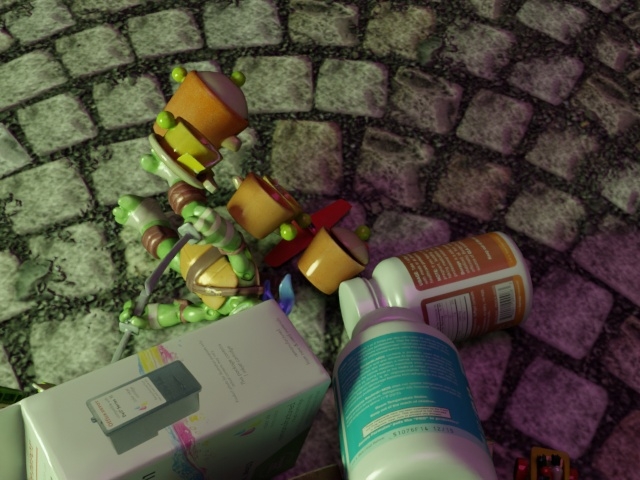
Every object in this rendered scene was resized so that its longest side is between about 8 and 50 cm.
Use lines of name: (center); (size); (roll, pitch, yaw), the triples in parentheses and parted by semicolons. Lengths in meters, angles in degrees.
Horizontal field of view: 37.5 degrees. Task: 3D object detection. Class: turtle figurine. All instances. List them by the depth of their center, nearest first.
turtle figurine: (-0.188, 0.016, 1.132); (0.274, 0.198, 0.266); (-20, 53, -20)

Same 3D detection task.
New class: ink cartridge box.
ink cartridge box: (-0.181, 0.214, 0.951); (0.353, 0.207, 0.119); (-21, 59, -29)

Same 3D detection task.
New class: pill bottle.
pill bottle: (0.089, 0.183, 0.982); (0.146, 0.146, 0.264); (-1, 33, -4)
pill bottle: (0.138, 0.069, 1.155); (0.216, 0.121, 0.121); (-13, 56, -12)

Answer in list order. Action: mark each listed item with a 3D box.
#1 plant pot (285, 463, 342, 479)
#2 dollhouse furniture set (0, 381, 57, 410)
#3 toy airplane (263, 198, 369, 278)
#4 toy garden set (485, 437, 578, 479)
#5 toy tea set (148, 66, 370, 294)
plant pot: (-0.037, 0.365, 0.906); (0.215, 0.215, 0.231); (-19, 74, -16)
dollhouse furniture set: (-0.304, 0.207, 1.058); (0.151, 0.058, 0.076); (24, 86, 20)
toy airplane: (0.000, 0.000, 1.254); (0.151, 0.028, 0.151); (1, 56, -1)
toy garden set: (0.172, 0.292, 0.996); (0.203, 0.049, 0.244); (11, 36, 6)
toy tea set: (-0.060, -0.083, 1.147); (0.124, 0.336, 0.200); (-46, 29, 7)
